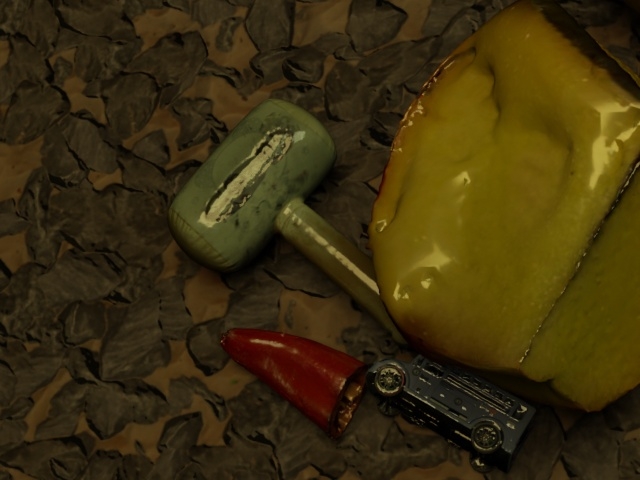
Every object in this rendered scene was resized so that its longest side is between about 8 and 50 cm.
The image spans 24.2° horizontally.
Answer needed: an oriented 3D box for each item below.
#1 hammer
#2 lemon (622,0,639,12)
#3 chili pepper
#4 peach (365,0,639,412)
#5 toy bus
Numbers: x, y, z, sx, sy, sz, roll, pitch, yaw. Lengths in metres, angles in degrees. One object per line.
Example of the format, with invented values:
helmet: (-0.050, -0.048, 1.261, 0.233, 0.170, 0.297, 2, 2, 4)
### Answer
hammer: (0.000, 0.000, 1.566, 0.305, 0.113, 0.202, 38, 83, 17)
lemon: (0.385, -0.351, 1.539, 0.267, 0.267, 0.267, -4, 68, 10)
chili pepper: (-0.036, 0.131, 1.546, 0.169, 0.065, 0.088, 26, 102, 26)
peach: (0.224, -0.038, 1.462, 0.306, 0.242, 0.380, 20, 85, 41)
toy bus: (0.128, 0.161, 1.489, 0.167, 0.073, 0.076, 30, 69, 16)
